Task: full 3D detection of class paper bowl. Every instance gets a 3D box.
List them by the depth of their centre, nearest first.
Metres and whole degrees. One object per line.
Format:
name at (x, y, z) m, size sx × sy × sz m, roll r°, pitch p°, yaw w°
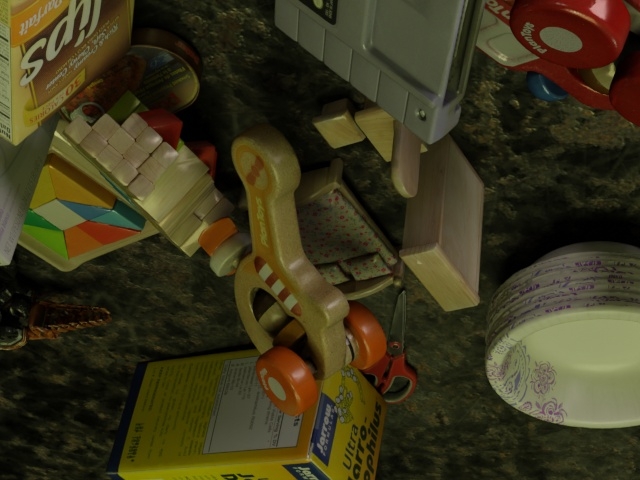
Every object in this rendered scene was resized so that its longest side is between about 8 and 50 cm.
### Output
paper bowl at (0.352, 0.109, 1.532) m, size 0.284 × 0.148 × 0.284 m, roll 6°, pitch 143°, yaw 4°

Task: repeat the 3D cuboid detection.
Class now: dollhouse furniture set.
dollhouse furniture set at (0.000, 0.000, 1.433) m, size 0.356 × 0.173 × 0.303 m, roll -14°, pitch 138°, yaw 27°

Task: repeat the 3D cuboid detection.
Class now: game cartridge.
game cartridge at (0.047, -0.268, 1.056) m, size 0.230 × 0.068 × 0.355 m, roll 36°, pitch 149°, yaw 21°

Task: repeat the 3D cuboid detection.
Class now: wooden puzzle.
wooden puzzle at (-0.328, -0.046, 1.544) m, size 0.239 × 0.044 × 0.221 m, roll -23°, pitch 133°, yaw 35°

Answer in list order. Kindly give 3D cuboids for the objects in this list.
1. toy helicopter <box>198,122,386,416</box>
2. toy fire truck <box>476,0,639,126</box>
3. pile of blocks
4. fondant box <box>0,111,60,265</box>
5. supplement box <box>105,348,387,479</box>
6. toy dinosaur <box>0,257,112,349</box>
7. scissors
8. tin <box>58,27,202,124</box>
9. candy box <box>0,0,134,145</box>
toy helicopter at (-0.057, 0.013, 1.391) m, size 0.235 × 0.140 × 0.355 m, roll 34°, pitch 144°, yaw 38°
toy fire truck at (0.247, -0.209, 1.139) m, size 0.302 × 0.169 × 0.254 m, roll 30°, pitch 163°, yaw -26°
pile of blocks at (-0.185, -0.093, 1.374) m, size 0.149 × 0.112 × 0.362 m, roll 41°, pitch 173°, yaw 13°
fondant box at (-0.404, -0.158, 1.243) m, size 0.096 × 0.238 × 0.330 m, roll -6°, pitch 142°, yaw 19°
supplement box at (-0.108, 0.297, 1.825) m, size 0.357 × 0.194 × 0.195 m, roll -9°, pitch 141°, yaw 29°
toy dinosaur at (-0.460, 0.087, 1.706) m, size 0.322 × 0.164 × 0.218 m, roll -17°, pitch 155°, yaw 3°
scissors at (0.117, 0.158, 1.759) m, size 0.109 × 0.021 × 0.297 m, roll 17°, pitch 142°, yaw -8°
tin at (-0.214, -0.174, 1.356) m, size 0.190 × 0.040 × 0.106 m, roll -21°, pitch 131°, yaw 34°
candy box at (-0.252, -0.256, 1.115) m, size 0.087 × 0.183 × 0.316 m, roll 34°, pitch 145°, yaw 12°
